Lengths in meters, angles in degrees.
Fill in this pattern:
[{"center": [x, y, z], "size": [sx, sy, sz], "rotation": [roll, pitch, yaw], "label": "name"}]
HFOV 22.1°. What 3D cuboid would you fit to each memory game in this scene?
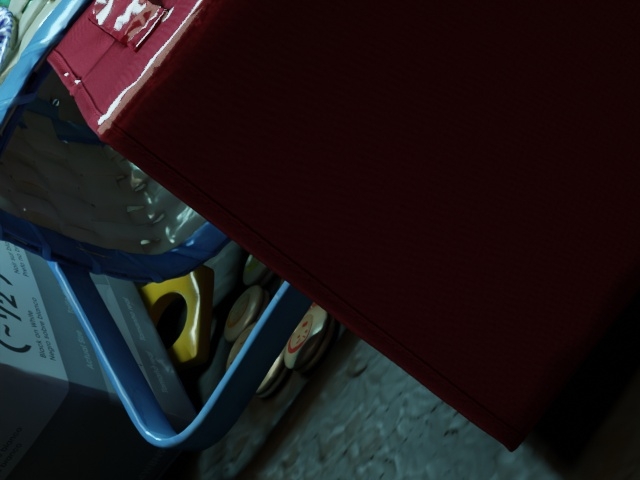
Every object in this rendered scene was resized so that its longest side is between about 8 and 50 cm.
[{"center": [0.000, 0.000, 0.880], "size": [0.186, 0.012, 0.186], "rotation": [-48, 23, 28], "label": "memory game"}]

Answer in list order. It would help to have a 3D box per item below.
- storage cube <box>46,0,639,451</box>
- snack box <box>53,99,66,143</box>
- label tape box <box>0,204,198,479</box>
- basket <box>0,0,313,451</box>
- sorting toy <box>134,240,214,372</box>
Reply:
[{"center": [0.037, -0.073, 0.615], "size": [0.193, 0.215, 0.183], "rotation": [-52, 20, 2], "label": "storage cube"}, {"center": [-0.311, -0.073, 1.470], "size": [0.322, 0.187, 0.060], "rotation": [-46, 54, 35], "label": "snack box"}, {"center": [-0.262, 0.015, 0.904], "size": [0.115, 0.348, 0.249], "rotation": [-50, 42, 18], "label": "label tape box"}, {"center": [-0.074, -0.065, 0.876], "size": [0.254, 0.201, 0.289], "rotation": [-54, 54, 16], "label": "basket"}, {"center": [-0.180, 0.091, 1.086], "size": [0.348, 0.047, 0.196], "rotation": [-8, 64, 45], "label": "sorting toy"}]
